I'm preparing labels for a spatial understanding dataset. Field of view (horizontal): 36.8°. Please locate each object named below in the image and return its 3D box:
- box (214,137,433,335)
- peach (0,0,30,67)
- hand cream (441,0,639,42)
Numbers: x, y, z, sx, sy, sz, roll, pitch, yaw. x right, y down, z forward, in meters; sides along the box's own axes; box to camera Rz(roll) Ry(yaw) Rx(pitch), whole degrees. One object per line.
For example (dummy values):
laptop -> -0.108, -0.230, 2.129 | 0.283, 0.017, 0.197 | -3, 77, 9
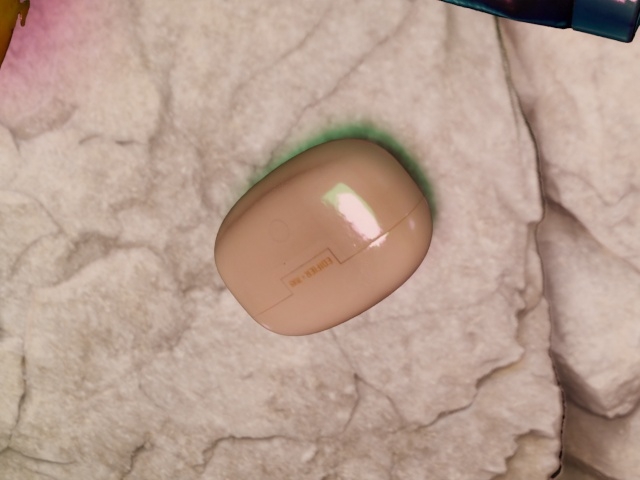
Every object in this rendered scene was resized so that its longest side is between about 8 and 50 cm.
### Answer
box -> 0.000, 0.000, 0.830 | 0.200, 0.088, 0.146 | -34, 100, 32
peach -> -0.418, -0.227, 0.749 | 0.369, 0.370, 0.370 | 9, 118, 17
hand cream -> 0.111, -0.224, 0.703 | 0.270, 0.061, 0.120 | 23, 126, 19
